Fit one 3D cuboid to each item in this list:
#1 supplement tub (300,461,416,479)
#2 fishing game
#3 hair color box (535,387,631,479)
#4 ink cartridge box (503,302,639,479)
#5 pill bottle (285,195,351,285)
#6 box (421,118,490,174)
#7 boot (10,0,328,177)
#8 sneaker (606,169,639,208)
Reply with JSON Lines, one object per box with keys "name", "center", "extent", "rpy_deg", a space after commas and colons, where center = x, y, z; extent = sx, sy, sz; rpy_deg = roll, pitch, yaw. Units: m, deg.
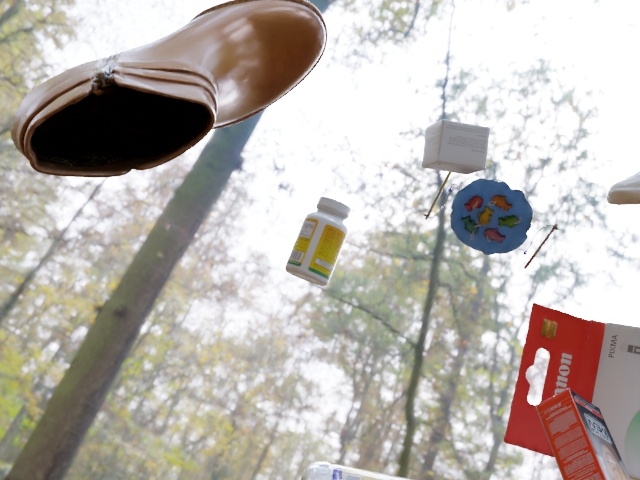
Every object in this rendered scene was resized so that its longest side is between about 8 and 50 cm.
{"name": "supplement tub", "center": [0.118, 0.464, 1.234], "extent": [0.332, 0.241, 0.241], "rpy_deg": [13, -31, -2]}
{"name": "fishing game", "center": [0.369, -0.046, 1.865], "extent": [0.264, 0.041, 0.189], "rpy_deg": [30, -55, 3]}
{"name": "hair color box", "center": [0.268, 0.224, 0.849], "extent": [0.043, 0.141, 0.072], "rpy_deg": [-36, -47, 25]}
{"name": "ink cartridge box", "center": [0.347, 0.183, 1.019], "extent": [0.225, 0.180, 0.056], "rpy_deg": [18, -17, -7]}
{"name": "pill bottle", "center": [0.000, 0.000, 2.166], "extent": [0.118, 0.208, 0.117], "rpy_deg": [21, -8, 3]}
{"name": "box", "center": [0.264, -0.181, 1.686], "extent": [0.101, 0.087, 0.102], "rpy_deg": [7, -4, -12]}
{"name": "boot", "center": [-0.103, -0.125, 0.676], "extent": [0.220, 0.284, 0.109], "rpy_deg": [-141, -144, -70]}
{"name": "sneaker", "center": [0.438, -0.095, 1.024], "extent": [0.212, 0.094, 0.080], "rpy_deg": [-13, -1, 0]}
